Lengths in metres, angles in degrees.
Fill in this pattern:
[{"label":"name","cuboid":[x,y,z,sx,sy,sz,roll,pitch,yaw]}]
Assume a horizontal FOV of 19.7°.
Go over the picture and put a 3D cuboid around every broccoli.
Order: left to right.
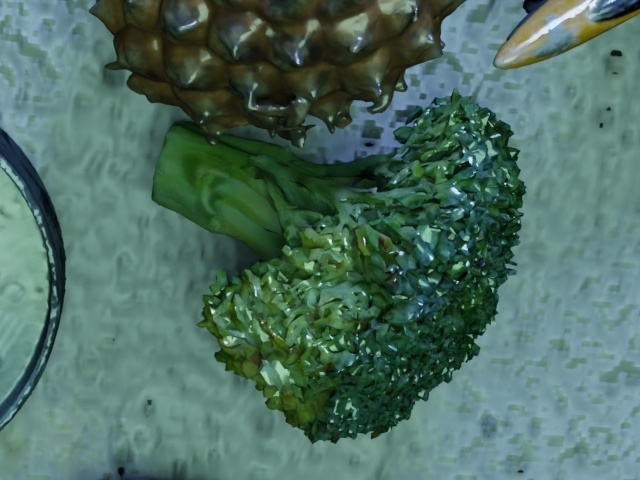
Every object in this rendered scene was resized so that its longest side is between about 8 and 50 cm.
[{"label":"broccoli","cuboid":[0.000,0.000,0.923,0.194,0.194,0.219,9,126,-12]}]

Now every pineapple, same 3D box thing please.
[{"label":"pineapple","cuboid":[-0.006,-0.128,0.830,0.193,0.166,0.166,-19,114,42]}]

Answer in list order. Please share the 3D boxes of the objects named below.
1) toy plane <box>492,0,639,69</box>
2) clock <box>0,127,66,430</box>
[{"label":"toy plane","cuboid":[0.195,-0.157,0.902,0.316,0.103,0.204,-31,107,-17]},{"label":"clock","cuboid":[-0.235,0.022,0.924,0.215,0.042,0.215,-2,105,-9]}]
